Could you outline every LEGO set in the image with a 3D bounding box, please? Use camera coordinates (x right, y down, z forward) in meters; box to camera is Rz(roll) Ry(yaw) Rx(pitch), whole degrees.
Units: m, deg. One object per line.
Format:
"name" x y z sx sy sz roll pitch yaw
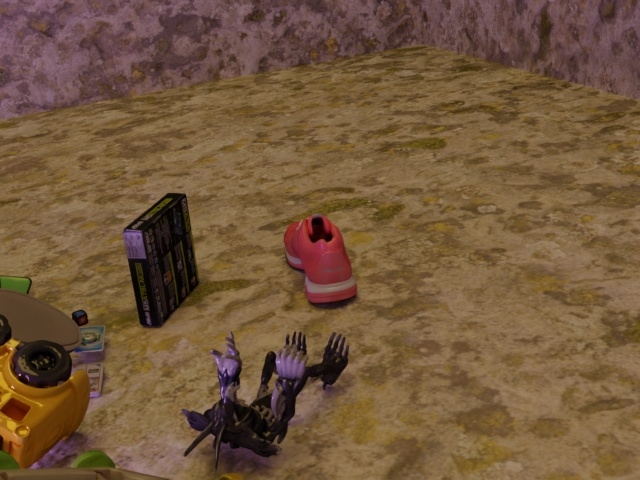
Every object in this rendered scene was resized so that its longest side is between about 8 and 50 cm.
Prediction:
"LEGO set" -0.447 0.199 1.390 0.183 0.060 0.244 -4 29 -10

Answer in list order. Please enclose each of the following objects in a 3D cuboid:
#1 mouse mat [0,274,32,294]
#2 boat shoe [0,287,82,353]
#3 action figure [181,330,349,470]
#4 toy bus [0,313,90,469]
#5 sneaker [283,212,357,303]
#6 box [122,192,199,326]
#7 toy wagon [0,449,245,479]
"mouse mat" -0.620 0.126 1.529 0.153 0.007 0.189 5 38 -7
"boat shoe" -0.537 0.135 1.283 0.335 0.095 0.112 16 40 -40
"action figure" -0.081 0.195 1.143 0.164 0.140 0.276 8 20 29
"toy bus" -0.455 0.225 1.122 0.220 0.149 0.211 28 39 7
"sneaker" 0.001 0.000 1.600 0.116 0.136 0.314 -10 23 -11
"box" -0.285 0.032 1.528 0.045 0.190 0.184 1 25 14
"toy wagon" -0.233 0.302 0.934 0.345 0.068 0.267 10 -1 -34
